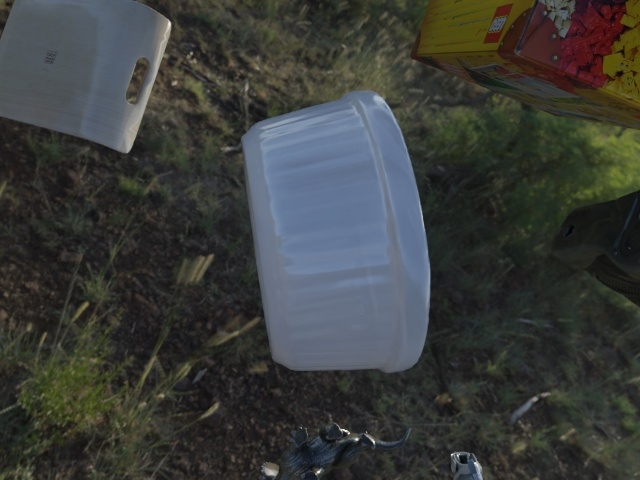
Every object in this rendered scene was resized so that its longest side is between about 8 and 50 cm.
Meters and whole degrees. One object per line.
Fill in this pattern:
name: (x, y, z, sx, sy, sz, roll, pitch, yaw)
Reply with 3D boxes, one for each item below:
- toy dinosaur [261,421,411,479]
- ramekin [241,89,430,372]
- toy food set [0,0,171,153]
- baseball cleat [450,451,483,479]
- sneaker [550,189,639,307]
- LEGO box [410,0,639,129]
toy dinosaur: (0.008, 0.384, 1.027, 0.313, 0.160, 0.121, -25, 73, -21)
ramekin: (0.000, 0.000, 0.545, 0.127, 0.273, 0.273, -9, 45, -7)
toy food set: (-0.398, -0.274, 0.908, 0.305, 0.220, 0.092, 16, -5, 20)
baseball cleat: (0.272, 0.461, 1.064, 0.072, 0.206, 0.110, -2, 55, -7)
sneaker: (0.328, 0.016, 0.541, 0.130, 0.087, 0.227, 27, -4, 0)
LEGO box: (0.413, -0.337, 0.956, 0.372, 0.193, 0.500, 17, 14, -12)
